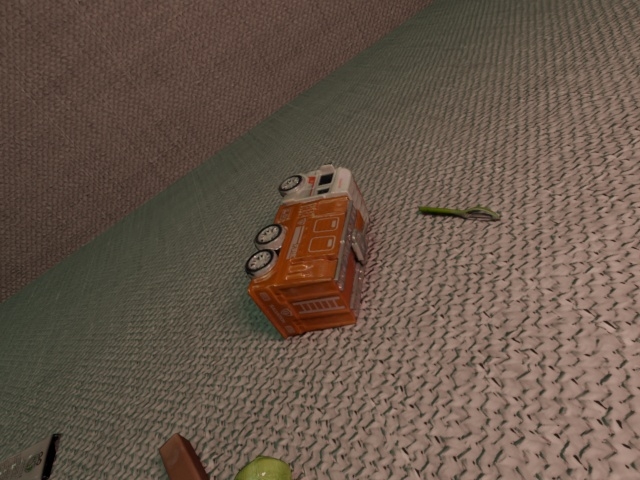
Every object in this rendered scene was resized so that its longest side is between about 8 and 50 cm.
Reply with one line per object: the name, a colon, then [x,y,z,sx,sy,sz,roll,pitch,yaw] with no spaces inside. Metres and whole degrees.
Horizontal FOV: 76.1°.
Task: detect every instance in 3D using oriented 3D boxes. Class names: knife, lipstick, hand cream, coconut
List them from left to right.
hand cream: [-0.741,0.555,0.909,0.336,0.076,0.121,-28,36,-3]
lipstick: [-0.218,0.379,0.665,0.045,0.045,0.145,-47,33,-17]
coconut: [-0.079,0.338,0.557,0.088,0.087,0.096,-33,36,1]
knife: [0.278,-0.059,0.832,0.184,0.022,0.026,10,82,49]

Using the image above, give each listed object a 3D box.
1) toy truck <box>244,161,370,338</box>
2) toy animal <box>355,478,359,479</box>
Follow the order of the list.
toy truck: [0.000,0.000,0.875,0.207,0.173,0.387,-11,40,23]
toy animal: [-0.038,0.368,0.467,0.155,0.095,0.219,-3,41,34]
